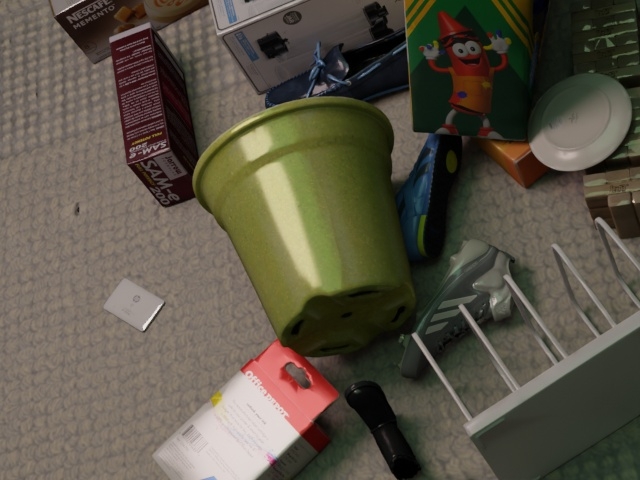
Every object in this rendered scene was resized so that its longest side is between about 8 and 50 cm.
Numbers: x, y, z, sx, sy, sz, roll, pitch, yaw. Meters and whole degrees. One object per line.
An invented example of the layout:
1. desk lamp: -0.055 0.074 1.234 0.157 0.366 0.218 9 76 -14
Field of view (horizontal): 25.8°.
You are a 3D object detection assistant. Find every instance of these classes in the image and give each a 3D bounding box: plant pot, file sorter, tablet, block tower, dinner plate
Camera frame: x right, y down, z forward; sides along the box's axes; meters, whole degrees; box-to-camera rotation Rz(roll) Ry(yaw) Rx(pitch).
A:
1. plant pot: 0.000 0.000 1.785 0.276 0.276 0.254 -23 62 8
2. file sorter: 0.278 0.131 1.653 0.277 0.193 0.173 -33 54 2
3. tablet: -0.266 0.091 1.988 0.083 0.006 0.054 27 75 30
4. block tower: 0.386 -0.172 1.830 0.090 0.097 0.336 -8 60 17
5. dinner plate: 0.328 -0.155 1.781 0.141 0.017 0.141 -16 58 28

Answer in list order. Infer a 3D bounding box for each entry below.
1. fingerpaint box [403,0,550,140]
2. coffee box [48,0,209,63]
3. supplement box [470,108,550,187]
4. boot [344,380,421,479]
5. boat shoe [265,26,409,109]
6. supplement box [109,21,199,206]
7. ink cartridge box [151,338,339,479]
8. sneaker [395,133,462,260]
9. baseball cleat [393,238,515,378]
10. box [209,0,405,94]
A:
1. fingerpaint box: 0.223 -0.417 1.801 0.163 0.371 0.445 6 53 12
2. coffee box: -0.290 -0.400 2.181 0.246 0.141 0.098 -26 58 5
3. supplement box: 0.225 -0.178 1.904 0.080 0.078 0.233 -42 58 -4
4. boot: 0.078 0.236 1.715 0.045 0.121 0.099 -29 51 7
5. boat shoe: 0.035 -0.250 2.000 0.258 0.089 0.109 -23 44 3
6. supplement box: -0.241 -0.185 2.054 0.073 0.130 0.239 -19 57 10
7. ink cartridge box: -0.085 0.250 1.791 0.231 0.078 0.134 -43 58 -5
8. sneaker: 0.134 -0.073 1.881 0.082 0.069 0.209 2 71 37
9. baseball cleat: 0.181 0.097 1.778 0.109 0.072 0.206 26 81 18
10. box: 0.002 -0.337 2.020 0.289 0.169 0.087 -20 58 9
